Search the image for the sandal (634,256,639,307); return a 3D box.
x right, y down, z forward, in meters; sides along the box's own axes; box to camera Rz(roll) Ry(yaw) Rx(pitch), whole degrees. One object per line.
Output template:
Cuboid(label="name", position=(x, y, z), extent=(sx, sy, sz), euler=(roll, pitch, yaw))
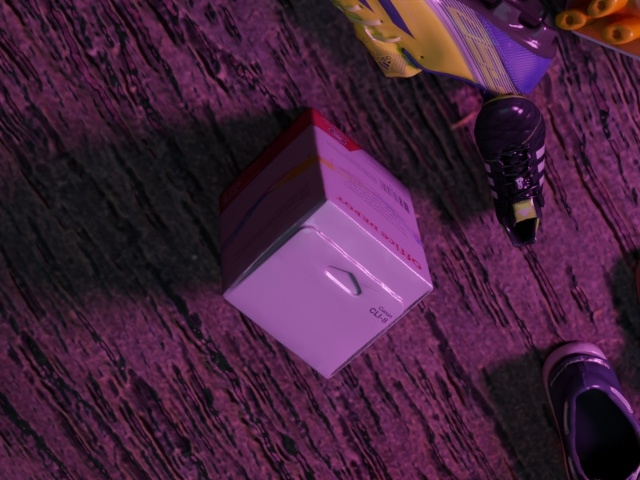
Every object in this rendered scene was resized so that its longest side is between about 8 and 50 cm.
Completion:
Cuboid(label="sandal", position=(0.356, 0.119, 1.407), extent=(0.088, 0.079, 0.240), euler=(-20, 119, 6))

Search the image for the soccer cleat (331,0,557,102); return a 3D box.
Cuboid(label="soccer cleat", position=(0.057, -0.191, 1.204), extent=(0.289, 0.093, 0.121), euler=(26, 121, -17))

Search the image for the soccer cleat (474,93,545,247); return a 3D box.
Cuboid(label="soccer cleat", position=(0.169, -0.059, 1.259), extent=(0.060, 0.072, 0.179), euler=(-13, 149, 5))

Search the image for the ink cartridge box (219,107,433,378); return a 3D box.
Cuboid(label="ink cartridge box", position=(0.000, 0.000, 1.255), extent=(0.128, 0.176, 0.127), euler=(40, 109, -22))

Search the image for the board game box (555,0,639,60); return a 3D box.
Cuboid(label="board game box", position=(0.400, -0.263, 1.088), extent=(0.390, 0.050, 0.390), euler=(27, 120, 23))

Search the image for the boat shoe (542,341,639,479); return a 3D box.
Cuboid(label="boat shoe", position=(0.288, 0.216, 1.456), extent=(0.095, 0.079, 0.254), euler=(-17, 119, 5))
